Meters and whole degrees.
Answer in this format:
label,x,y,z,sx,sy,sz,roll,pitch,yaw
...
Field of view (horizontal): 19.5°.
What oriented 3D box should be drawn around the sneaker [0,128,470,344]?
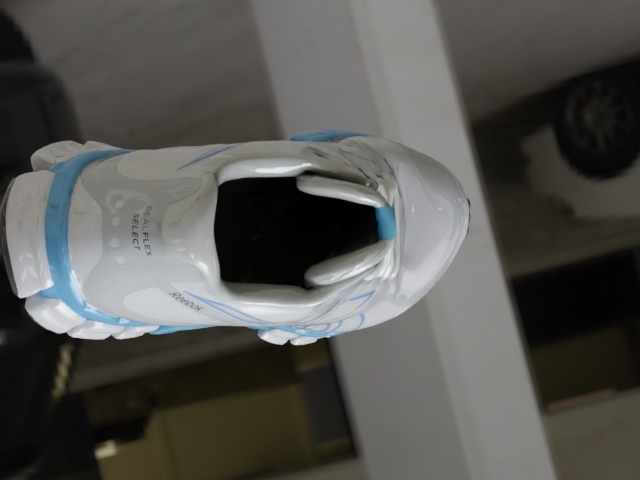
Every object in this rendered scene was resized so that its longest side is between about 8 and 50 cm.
label,x,y,z,sx,sy,sz,roll,pitch,yaw
sneaker,0.000,0.000,0.564,0.083,0.071,0.190,-3,-177,38
